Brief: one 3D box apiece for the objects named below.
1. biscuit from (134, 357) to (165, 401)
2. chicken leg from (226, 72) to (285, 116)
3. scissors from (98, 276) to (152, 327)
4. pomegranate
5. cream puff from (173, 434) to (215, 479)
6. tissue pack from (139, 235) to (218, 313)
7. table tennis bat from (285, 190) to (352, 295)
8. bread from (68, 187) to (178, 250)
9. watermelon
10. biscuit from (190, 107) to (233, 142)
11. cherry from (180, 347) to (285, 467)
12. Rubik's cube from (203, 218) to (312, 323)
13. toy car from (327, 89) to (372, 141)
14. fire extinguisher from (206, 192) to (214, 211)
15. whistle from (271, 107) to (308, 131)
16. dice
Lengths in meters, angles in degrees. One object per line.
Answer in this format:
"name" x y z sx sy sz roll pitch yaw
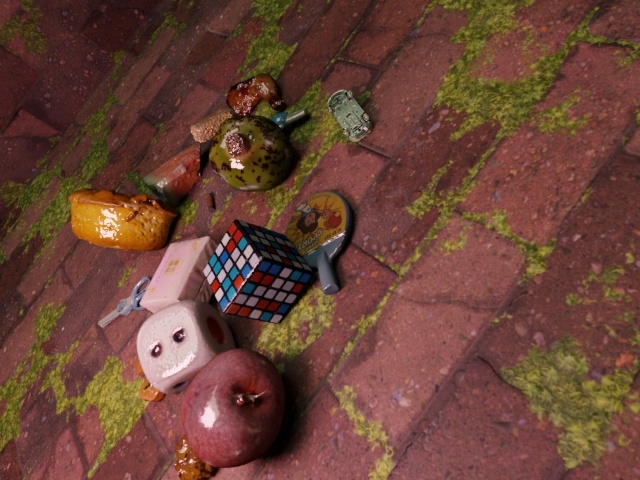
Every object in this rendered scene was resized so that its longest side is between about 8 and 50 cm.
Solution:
"biscuit" -0.429 0.324 1.561 0.334 0.047 0.202 -40 46 12
"chicken leg" -0.237 -0.520 1.911 0.322 0.083 0.177 -3 71 40
"scissors" -0.674 0.228 1.831 0.256 0.030 0.125 -34 46 16
"pomegranate" -0.216 -0.268 1.603 0.254 0.270 0.254 -1 87 16
"cream puff" -0.311 0.534 1.301 0.116 0.094 0.122 -16 51 29
"tissue pack" -0.409 0.115 1.595 0.185 0.124 0.225 -8 48 35
"table tennis bat" 0.000 0.000 1.418 0.215 0.044 0.329 -30 47 21
"bread" -0.683 -0.069 1.839 0.358 0.337 0.204 6 92 43
"watermelon" -0.509 -0.253 1.941 0.256 0.140 0.193 -47 39 -8
"biscuit" -0.399 -0.427 1.954 0.168 0.070 0.082 -40 45 -24
"cherry" -0.209 0.389 1.224 0.307 0.221 0.261 -25 43 41
"Rubik's cube" -0.165 0.081 1.372 0.187 0.184 0.182 -57 43 17
"toy car" 0.088 -0.369 1.558 0.093 0.058 0.186 -38 58 14
"fire extinguisher" -0.375 -0.134 1.818 0.028 0.022 0.083 -8 49 -10
"whistle" -0.147 -0.381 1.746 0.236 0.077 0.114 -21 28 26
"dice" -0.347 0.279 1.388 0.192 0.193 0.194 -29 65 8
